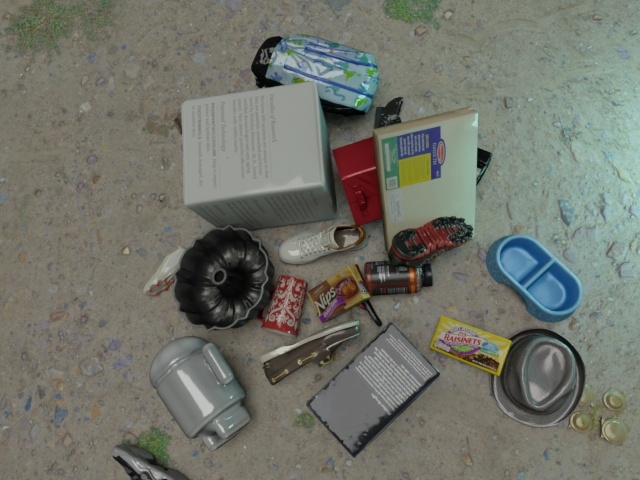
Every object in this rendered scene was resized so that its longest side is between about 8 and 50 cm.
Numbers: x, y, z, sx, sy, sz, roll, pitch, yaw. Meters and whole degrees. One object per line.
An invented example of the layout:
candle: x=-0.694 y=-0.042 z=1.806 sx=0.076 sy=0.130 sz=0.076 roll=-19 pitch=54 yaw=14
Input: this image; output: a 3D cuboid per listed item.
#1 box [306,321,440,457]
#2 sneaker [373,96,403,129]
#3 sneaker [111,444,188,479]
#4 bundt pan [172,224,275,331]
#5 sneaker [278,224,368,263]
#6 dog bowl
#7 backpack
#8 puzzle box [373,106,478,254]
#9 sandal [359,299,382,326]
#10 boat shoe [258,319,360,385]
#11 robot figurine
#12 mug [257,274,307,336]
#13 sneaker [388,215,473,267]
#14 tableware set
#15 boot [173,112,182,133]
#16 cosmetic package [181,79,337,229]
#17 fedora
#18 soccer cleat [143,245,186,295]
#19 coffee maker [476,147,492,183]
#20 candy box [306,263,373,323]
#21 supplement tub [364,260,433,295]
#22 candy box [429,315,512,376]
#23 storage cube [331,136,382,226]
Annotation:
box: x=0.145 y=0.388 z=1.282 sx=0.294 sy=0.296 sz=0.182 roll=-43 pitch=75 yaw=-2
sneaker: x=0.226 y=-0.393 z=1.581 sx=0.089 sy=0.051 sz=0.170 roll=2 pitch=74 yaw=14
sneaker: x=-0.526 y=0.722 z=1.402 sx=0.269 sy=0.101 sz=0.153 roll=26 pitch=79 yaw=11
bundt pan: x=-0.284 y=0.125 z=1.478 sx=0.331 sy=0.124 sz=0.330 roll=-7 pitch=70 yaw=18
sneaker: x=0.000 y=0.000 z=1.486 sx=0.291 sy=0.123 sz=0.105 roll=-14 pitch=77 yaw=6
dog bowl: x=0.625 y=0.103 z=1.391 sx=0.166 sy=0.074 sz=0.297 roll=-42 pitch=75 yaw=-3
backpack: x=0.008 y=-0.524 z=1.530 sx=0.356 sy=0.290 sz=0.273 roll=35 pitch=102 yaw=8
puzzle box: x=0.301 y=-0.148 z=1.342 sx=0.273 sy=0.408 sz=0.052 roll=-14 pitch=35 yaw=-4
sandal: x=0.124 y=0.188 z=1.453 sx=0.040 sy=0.067 sz=0.179 roll=-34 pitch=76 yaw=12
boat shoe: x=-0.022 y=0.329 z=1.417 sx=0.325 sy=0.116 sz=0.096 roll=-24 pitch=79 yaw=7
robot figurine: x=-0.360 y=0.427 z=1.398 sx=0.353 sy=0.200 sz=0.300 roll=50 pitch=117 yaw=15
mug: x=-0.122 y=0.195 z=1.465 sx=0.151 sy=0.113 sz=0.169 roll=13 pitch=76 yaw=10
sneaker: x=0.306 y=0.009 z=1.360 sx=0.276 sy=0.135 sz=0.097 roll=-16 pitch=66 yaw=-24
tableware set: x=0.760 y=0.471 z=1.310 sx=0.169 sy=0.020 sz=0.140 roll=12 pitch=76 yaw=14
boot: x=-0.467 y=-0.410 z=1.700 sx=0.087 sy=0.042 sz=0.118 roll=-36 pitch=73 yaw=6
cosmetic package: x=-0.171 y=-0.234 z=1.460 sx=0.395 sy=0.329 sz=0.326 roll=-7 pitch=75 yaw=6
fedora: x=0.598 y=0.370 z=1.300 sx=0.244 sy=0.124 sz=0.275 roll=27 pitch=82 yaw=19
soccer cleat: x=-0.508 y=0.102 z=1.573 sx=0.196 sy=0.068 sz=0.076 roll=-44 pitch=60 yaw=-4
coffee maker: x=0.433 y=-0.262 z=1.483 sx=0.178 sy=0.120 sz=0.171 roll=28 pitch=82 yaw=13
candy box: x=0.054 y=0.161 z=1.429 sx=0.187 sy=0.053 sz=0.109 roll=-34 pitch=72 yaw=33
supplement tub: x=0.233 y=0.110 z=1.432 sx=0.198 sy=0.106 sz=0.105 roll=-4 pitch=76 yaw=8
candy box: x=0.426 y=0.299 z=1.368 sx=0.206 sy=0.027 sz=0.105 roll=17 pitch=77 yaw=30
storage cube: x=0.161 y=-0.185 z=1.438 sx=0.193 sy=0.183 sz=0.214 roll=-18 pitch=37 yaw=4
